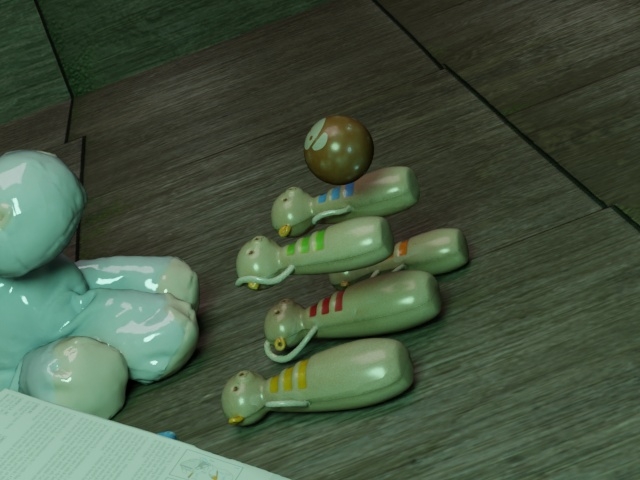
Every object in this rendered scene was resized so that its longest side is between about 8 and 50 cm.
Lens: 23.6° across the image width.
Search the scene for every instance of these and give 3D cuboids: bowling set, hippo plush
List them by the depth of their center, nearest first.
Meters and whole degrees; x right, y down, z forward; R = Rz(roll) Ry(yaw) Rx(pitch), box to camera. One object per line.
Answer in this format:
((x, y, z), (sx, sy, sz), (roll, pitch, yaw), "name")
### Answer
((0.000, 0.000, 1.220), (0.154, 0.199, 0.287), (-14, 16, 22), "bowling set")
((-0.255, 0.016, 1.353), (0.294, 0.236, 0.234), (-5, 25, 38), "hippo plush")

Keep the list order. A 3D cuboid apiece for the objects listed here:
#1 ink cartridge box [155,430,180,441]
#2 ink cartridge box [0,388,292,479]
((-0.238, 0.234, 0.889), (0.308, 0.129, 0.223), (-12, 16, 22), "ink cartridge box")
((-0.116, 0.145, 0.788), (0.179, 0.045, 0.145), (18, 22, 8), "ink cartridge box")
